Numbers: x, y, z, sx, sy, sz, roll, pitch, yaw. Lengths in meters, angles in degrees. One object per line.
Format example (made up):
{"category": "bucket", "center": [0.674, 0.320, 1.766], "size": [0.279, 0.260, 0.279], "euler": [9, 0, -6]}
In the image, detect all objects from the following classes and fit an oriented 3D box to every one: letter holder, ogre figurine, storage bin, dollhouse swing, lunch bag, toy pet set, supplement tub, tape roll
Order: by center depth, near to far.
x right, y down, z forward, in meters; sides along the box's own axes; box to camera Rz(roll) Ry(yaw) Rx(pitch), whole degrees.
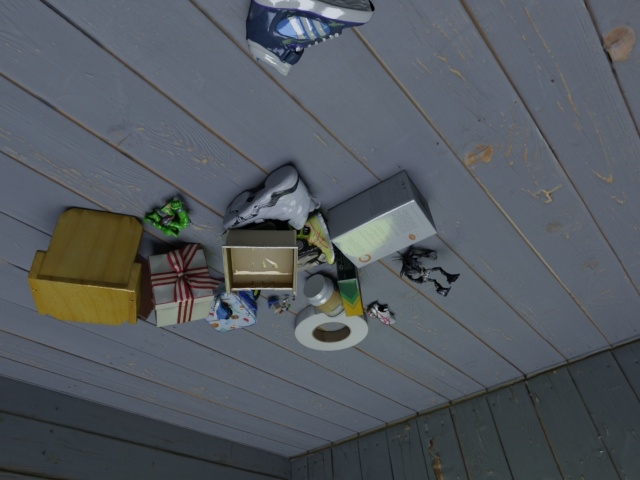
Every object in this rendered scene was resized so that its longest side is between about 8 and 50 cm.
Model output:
{"category": "storage bin", "center": [-0.221, 0.092, 1.643], "size": [0.262, 0.123, 0.260], "euler": [0, 125, -5]}
{"category": "ogre figurine", "center": [-0.573, -0.078, 1.664], "size": [0.197, 0.097, 0.118], "euler": [-31, 120, 11]}
{"category": "dollhouse swing", "center": [-0.857, 0.103, 1.679], "size": [0.346, 0.305, 0.315], "euler": [8, 135, -14]}
{"category": "letter holder", "center": [-0.842, 0.171, 1.893], "size": [0.152, 0.214, 0.302], "euler": [6, 149, 39]}
{"category": "supplement tub", "center": [0.027, 0.258, 2.035], "size": [0.144, 0.144, 0.199], "euler": [-27, 133, 23]}
{"category": "lunch bag", "center": [-0.439, 0.313, 2.087], "size": [0.243, 0.115, 0.303], "euler": [-18, 135, 12]}
{"category": "toy pet set", "center": [-0.201, 0.309, 2.155], "size": [0.114, 0.065, 0.122], "euler": [-19, 153, -38]}
{"category": "tape roll", "center": [0.056, 0.456, 2.308], "size": [0.392, 0.072, 0.392], "euler": [-2, 138, -2]}

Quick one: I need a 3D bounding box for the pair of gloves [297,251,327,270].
{"category": "pair of gloves", "center": [-0.068, 0.104, 1.847], "size": [0.204, 0.042, 0.240], "euler": [-26, 167, 23]}

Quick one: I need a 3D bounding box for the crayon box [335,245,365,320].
{"category": "crayon box", "center": [0.129, 0.190, 1.927], "size": [0.083, 0.203, 0.323], "euler": [-9, 137, 6]}

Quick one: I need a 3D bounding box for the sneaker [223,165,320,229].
{"category": "sneaker", "center": [-0.180, -0.107, 1.629], "size": [0.365, 0.137, 0.210], "euler": [-32, 129, 23]}

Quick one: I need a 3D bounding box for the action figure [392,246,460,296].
{"category": "action figure", "center": [0.456, 0.130, 1.919], "size": [0.141, 0.275, 0.164], "euler": [-7, 125, -55]}

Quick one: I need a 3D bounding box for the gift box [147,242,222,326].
{"category": "gift box", "center": [-0.563, 0.178, 1.812], "size": [0.276, 0.255, 0.258], "euler": [-13, 152, -26]}

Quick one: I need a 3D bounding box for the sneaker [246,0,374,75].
{"category": "sneaker", "center": [-0.039, -0.554, 1.182], "size": [0.322, 0.130, 0.236], "euler": [1, 147, -13]}

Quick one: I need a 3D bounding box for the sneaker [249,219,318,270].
{"category": "sneaker", "center": [-0.144, 0.018, 1.799], "size": [0.384, 0.145, 0.147], "euler": [-18, 171, 6]}

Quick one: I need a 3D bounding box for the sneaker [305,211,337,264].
{"category": "sneaker", "center": [0.000, 0.000, 1.691], "size": [0.094, 0.209, 0.081], "euler": [-21, 172, 7]}

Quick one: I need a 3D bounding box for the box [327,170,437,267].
{"category": "box", "center": [0.230, -0.072, 1.677], "size": [0.345, 0.168, 0.215], "euler": [-26, 133, 22]}

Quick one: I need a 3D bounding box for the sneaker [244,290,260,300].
{"category": "sneaker", "center": [-0.337, 0.205, 2.020], "size": [0.082, 0.069, 0.209], "euler": [14, 150, 22]}

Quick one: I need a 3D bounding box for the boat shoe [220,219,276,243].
{"category": "boat shoe", "center": [-0.284, -0.043, 1.742], "size": [0.227, 0.069, 0.081], "euler": [-13, 135, 9]}

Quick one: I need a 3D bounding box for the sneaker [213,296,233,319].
{"category": "sneaker", "center": [-0.432, 0.306, 1.962], "size": [0.084, 0.058, 0.152], "euler": [9, 136, -10]}

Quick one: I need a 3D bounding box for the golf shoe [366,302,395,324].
{"category": "golf shoe", "center": [0.328, 0.378, 2.245], "size": [0.186, 0.067, 0.086], "euler": [28, 127, -30]}
